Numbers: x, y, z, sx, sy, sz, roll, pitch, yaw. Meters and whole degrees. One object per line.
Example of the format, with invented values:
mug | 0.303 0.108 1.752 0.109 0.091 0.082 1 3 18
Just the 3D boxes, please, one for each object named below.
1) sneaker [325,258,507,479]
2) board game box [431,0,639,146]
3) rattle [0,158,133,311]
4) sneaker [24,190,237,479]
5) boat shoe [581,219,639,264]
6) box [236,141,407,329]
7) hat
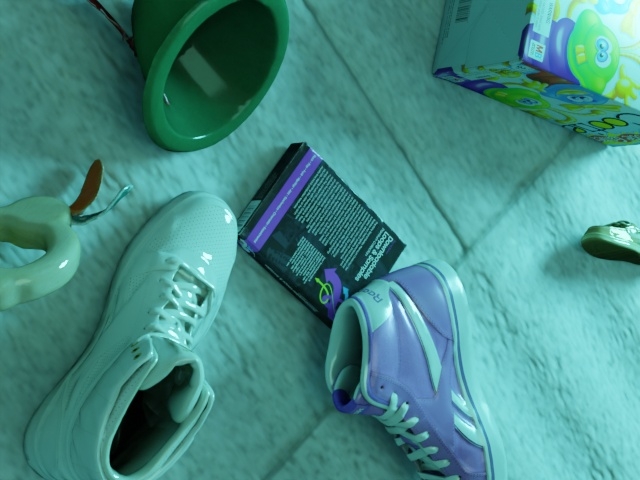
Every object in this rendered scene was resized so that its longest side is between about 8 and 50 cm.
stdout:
sneaker | 0.081 0.173 1.304 0.161 0.102 0.282 -21 99 -38
board game box | 0.278 -0.206 1.420 0.275 0.142 0.144 16 81 -33
rattle | -0.237 0.033 1.115 0.199 0.130 0.143 -43 127 -55
sneaker | -0.123 0.083 1.132 0.108 0.169 0.292 37 69 -27
boat shoe | 0.353 -0.003 1.528 0.153 0.056 0.048 10 75 -35
box | 0.000 0.000 1.299 0.162 0.029 0.116 44 68 -25
hat | -0.151 -0.206 1.199 0.173 0.183 0.208 -42 154 -20
